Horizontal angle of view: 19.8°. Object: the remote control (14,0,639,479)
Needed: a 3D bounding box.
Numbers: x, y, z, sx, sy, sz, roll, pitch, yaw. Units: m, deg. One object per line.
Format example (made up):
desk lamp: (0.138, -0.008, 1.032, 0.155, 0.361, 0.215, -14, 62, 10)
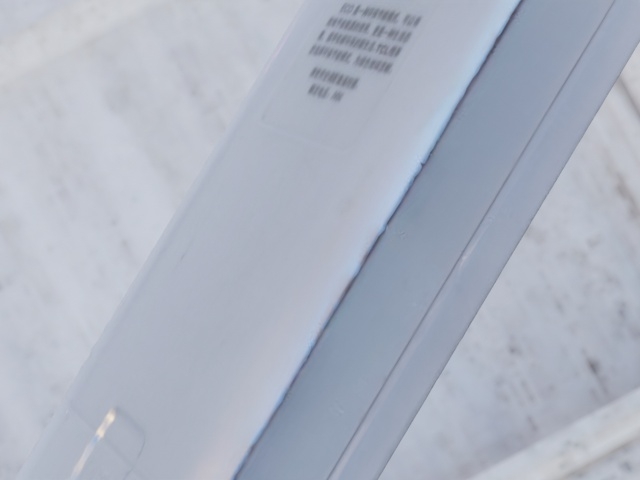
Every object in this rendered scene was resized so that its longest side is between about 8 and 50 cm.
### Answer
remote control: (0.000, 0.000, 0.381, 0.034, 0.250, 0.103, 32, 177, -25)
